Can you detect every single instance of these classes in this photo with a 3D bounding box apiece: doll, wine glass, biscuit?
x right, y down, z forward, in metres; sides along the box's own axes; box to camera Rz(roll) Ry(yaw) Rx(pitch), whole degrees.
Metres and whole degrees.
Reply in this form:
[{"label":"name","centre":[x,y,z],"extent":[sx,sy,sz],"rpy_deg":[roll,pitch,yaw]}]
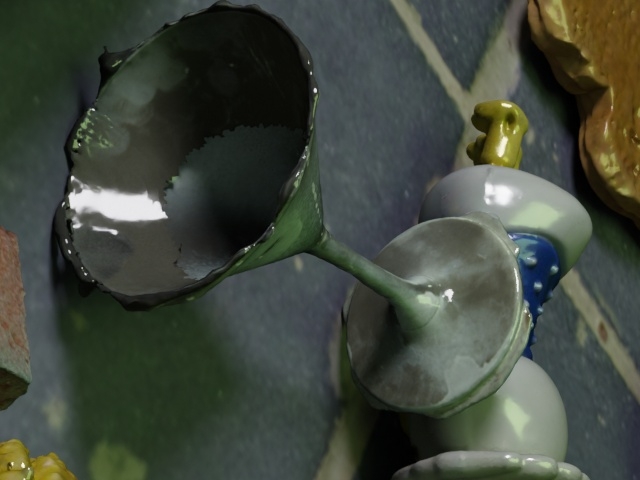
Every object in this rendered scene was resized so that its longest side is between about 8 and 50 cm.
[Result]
[{"label":"doll","centre":[0.097,0.061,1.036],"extent":[0.138,0.119,0.293],"rpy_deg":[74,17,-61]},{"label":"wine glass","centre":[0.000,0.000,0.896],"extent":[0.232,0.156,0.156],"rpy_deg":[33,55,-48]},{"label":"biscuit","centre":[0.257,-0.118,1.351],"extent":[0.376,0.051,0.269],"rpy_deg":[21,66,-48]}]

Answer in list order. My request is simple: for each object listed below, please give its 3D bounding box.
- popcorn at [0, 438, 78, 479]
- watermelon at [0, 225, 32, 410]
[{"label":"popcorn","centre":[-0.114,0.124,0.755],"extent":[0.084,0.084,0.084],"rpy_deg":[20,64,-49]},{"label":"watermelon","centre":[-0.193,-0.010,0.698],"extent":[0.241,0.094,0.154],"rpy_deg":[46,36,-37]}]
